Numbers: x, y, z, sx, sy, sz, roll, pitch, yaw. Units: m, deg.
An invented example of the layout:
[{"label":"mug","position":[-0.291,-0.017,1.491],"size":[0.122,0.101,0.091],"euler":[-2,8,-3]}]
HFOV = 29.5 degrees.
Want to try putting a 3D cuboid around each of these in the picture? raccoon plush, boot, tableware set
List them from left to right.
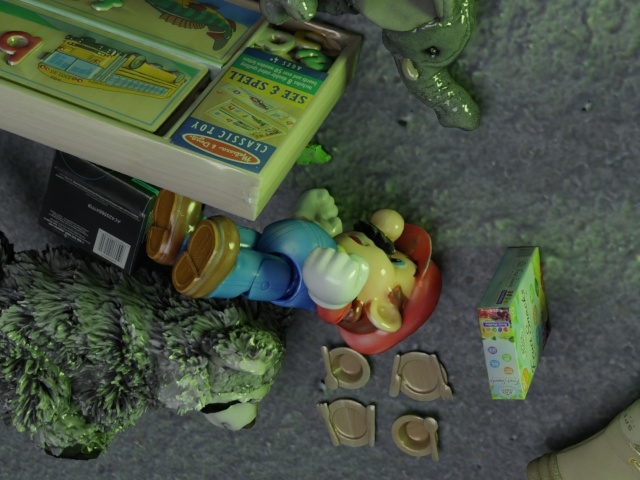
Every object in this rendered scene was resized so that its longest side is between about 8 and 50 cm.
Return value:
[{"label":"raccoon plush","position":[-0.235,0.057,1.296],"size":[0.299,0.216,0.446],"euler":[-28,125,27]},{"label":"tableware set","position":[0.071,0.184,1.386],"size":[0.168,0.020,0.141],"euler":[5,116,22]},{"label":"boot","position":[0.364,0.288,1.268],"size":[0.262,0.095,0.203],"euler":[44,127,-8]}]

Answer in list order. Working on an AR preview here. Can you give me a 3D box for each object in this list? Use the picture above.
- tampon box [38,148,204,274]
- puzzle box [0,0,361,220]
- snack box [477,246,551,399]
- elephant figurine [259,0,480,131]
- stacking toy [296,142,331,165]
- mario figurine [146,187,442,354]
[{"label":"tampon box","position":[-0.201,-0.062,1.298],"size":[0.120,0.161,0.101],"euler":[28,122,10]},{"label":"puzzle box","position":[-0.193,-0.178,1.159],"size":[0.408,0.272,0.052],"euler":[20,132,9]},{"label":"snack box","position":[0.194,0.080,1.209],"size":[0.037,0.141,0.100],"euler":[-4,112,24]},{"label":"elephant figurine","position":[0.079,-0.235,1.119],"size":[0.239,0.186,0.169],"euler":[24,79,-1]},{"label":"stacking toy","position":[-0.112,-0.115,1.231],"size":[0.221,0.167,0.052],"euler":[21,109,12]},{"label":"mario figurine","position":[0.000,0.000,1.193],"size":[0.170,0.320,0.198],"euler":[-35,54,38]}]
